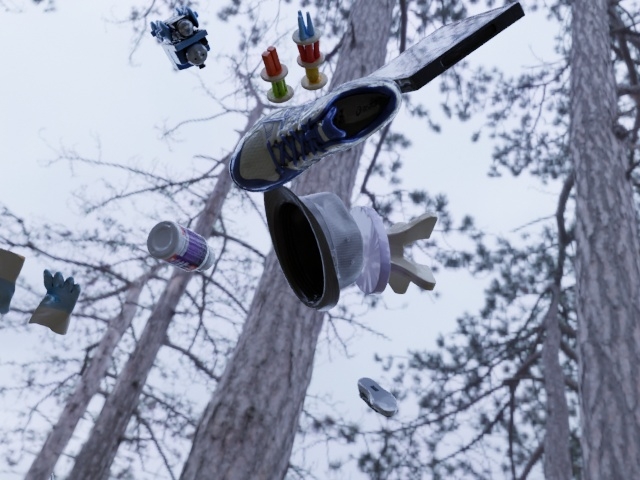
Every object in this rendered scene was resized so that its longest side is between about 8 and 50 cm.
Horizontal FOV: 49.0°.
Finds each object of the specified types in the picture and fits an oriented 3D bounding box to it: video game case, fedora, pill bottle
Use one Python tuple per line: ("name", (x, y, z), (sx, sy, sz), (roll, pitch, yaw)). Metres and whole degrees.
("video game case", (0.207, -0.347, 1.316), (0.248, 0.275, 0.035), (-36, -73, -12))
("fedora", (0.000, 0.000, 1.403), (0.244, 0.124, 0.275), (-3, -73, 63))
("pill bottle", (-0.371, 0.023, 1.906), (0.108, 0.108, 0.193), (-11, -21, 23))

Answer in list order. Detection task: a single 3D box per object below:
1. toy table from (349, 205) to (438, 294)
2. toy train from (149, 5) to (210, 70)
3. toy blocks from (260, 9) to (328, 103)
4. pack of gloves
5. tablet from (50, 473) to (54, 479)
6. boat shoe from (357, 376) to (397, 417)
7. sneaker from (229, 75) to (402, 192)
("toy table", (0.176, 0.025, 1.754), (0.161, 0.274, 0.252), (6, -43, -18))
("toy train", (-0.248, -0.364, 1.275), (0.080, 0.184, 0.105), (-34, -65, -10))
("toy blocks", (-0.053, -0.328, 1.251), (0.123, 0.054, 0.148), (-22, -40, -8))
("pack of gloves", (-0.586, 0.116, 1.387), (0.195, 0.046, 0.232), (20, -43, -16))
("tablet", (-0.583, 0.551, 1.525), (0.006, 0.054, 0.083), (1, -52, -26))
("boat shoe", (0.116, 0.326, 1.431), (0.049, 0.142, 0.040), (-7, -72, -19))
("sneaker", (-0.014, -0.169, 1.069), (0.297, 0.131, 0.111), (-31, -82, 5))
